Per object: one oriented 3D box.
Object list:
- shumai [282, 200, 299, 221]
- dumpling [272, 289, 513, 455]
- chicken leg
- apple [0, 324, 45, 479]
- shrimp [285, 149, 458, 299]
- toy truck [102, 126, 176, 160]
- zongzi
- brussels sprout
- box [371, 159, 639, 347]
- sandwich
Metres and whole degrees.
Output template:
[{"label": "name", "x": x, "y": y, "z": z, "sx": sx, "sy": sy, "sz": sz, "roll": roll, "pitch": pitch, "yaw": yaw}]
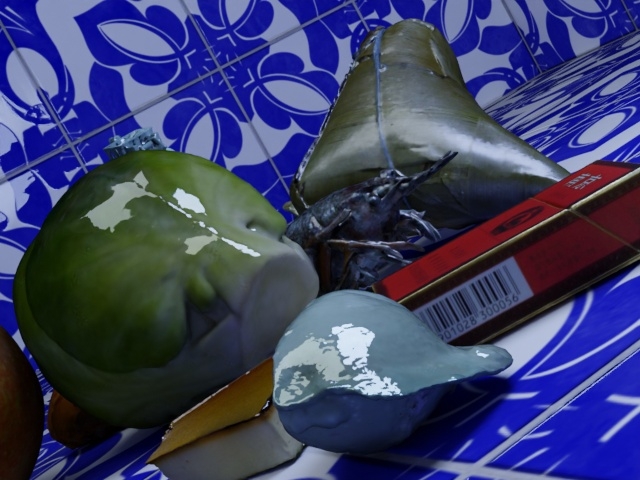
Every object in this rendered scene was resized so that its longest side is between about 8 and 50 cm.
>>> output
[{"label": "shumai", "x": -0.005, "y": 0.003, "z": 1.586, "sx": 0.184, "sy": 0.142, "sz": 0.184, "roll": -27, "pitch": 3, "yaw": 1}, {"label": "dumpling", "x": 0.044, "y": 0.097, "z": 0.770, "sx": 0.216, "sy": 0.149, "sz": 0.105, "roll": -20, "pitch": -47, "yaw": -84}, {"label": "chicken leg", "x": -0.230, "y": 0.155, "z": 1.452, "sx": 0.304, "sy": 0.093, "sz": 0.113, "roll": -37, "pitch": 42, "yaw": -11}, {"label": "apple", "x": -0.460, "y": 0.201, "z": 1.241, "sx": 0.319, "sy": 0.319, "sz": 0.277, "roll": -26, "pitch": 6, "yaw": 35}, {"label": "shrimp", "x": 0.050, "y": 0.001, "z": 1.331, "sx": 0.372, "sy": 0.137, "sz": 0.172, "roll": -26, "pitch": 2, "yaw": 36}, {"label": "toy truck", "x": -0.200, "y": -0.001, "z": 1.569, "sx": 0.133, "sy": 0.338, "sz": 0.184, "roll": -34, "pitch": 7, "yaw": -40}, {"label": "zongzi", "x": 0.180, "y": -0.162, "z": 1.450, "sx": 0.393, "sy": 0.174, "sz": 0.356, "roll": -8, "pitch": 47, "yaw": 34}, {"label": "brussels sprout", "x": -0.171, "y": 0.050, "z": 1.243, "sx": 0.354, "sy": 0.281, "sz": 0.289, "roll": 7, "pitch": 46, "yaw": 38}, {"label": "box", "x": 0.163, "y": 0.017, "z": 0.932, "sx": 0.240, "sy": 0.074, "sz": 0.153, "roll": -28, "pitch": 1, "yaw": 2}, {"label": "sandwich", "x": -0.057, "y": 0.144, "z": 0.959, "sx": 0.162, "sy": 0.058, "sz": 0.193, "roll": -27, "pitch": 8, "yaw": 31}]
